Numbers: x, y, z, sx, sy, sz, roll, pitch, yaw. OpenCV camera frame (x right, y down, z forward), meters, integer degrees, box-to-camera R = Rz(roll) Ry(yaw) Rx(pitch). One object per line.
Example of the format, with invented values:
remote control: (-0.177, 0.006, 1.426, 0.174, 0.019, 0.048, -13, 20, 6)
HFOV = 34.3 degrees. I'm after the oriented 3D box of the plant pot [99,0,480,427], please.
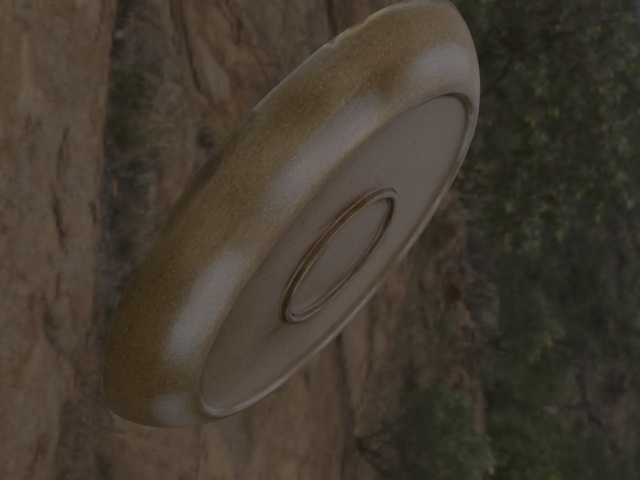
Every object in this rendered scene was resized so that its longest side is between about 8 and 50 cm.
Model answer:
plant pot: (0.000, 0.000, 0.469, 0.236, 0.032, 0.236, -44, 162, -18)
